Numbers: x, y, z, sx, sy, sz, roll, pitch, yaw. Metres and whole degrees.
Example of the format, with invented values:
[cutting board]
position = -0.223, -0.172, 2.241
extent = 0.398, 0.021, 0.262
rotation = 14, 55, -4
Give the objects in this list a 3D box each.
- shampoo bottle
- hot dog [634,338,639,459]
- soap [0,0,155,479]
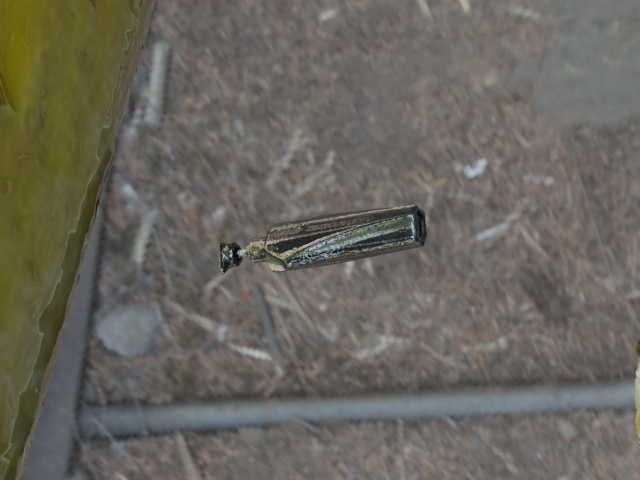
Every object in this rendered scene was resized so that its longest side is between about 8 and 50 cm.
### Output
[shampoo bottle]
position = 0.000, 0.000, 1.079
extent = 0.137, 0.027, 0.048
rotation = -9, 30, 19
[hot dog]
position = 0.405, 0.201, 1.193
extent = 0.365, 0.196, 0.367
rotation = -1, 88, 34
[soap]
position = -0.153, -0.116, 0.382
extent = 0.156, 0.293, 0.335
rotation = 2, 66, 27
